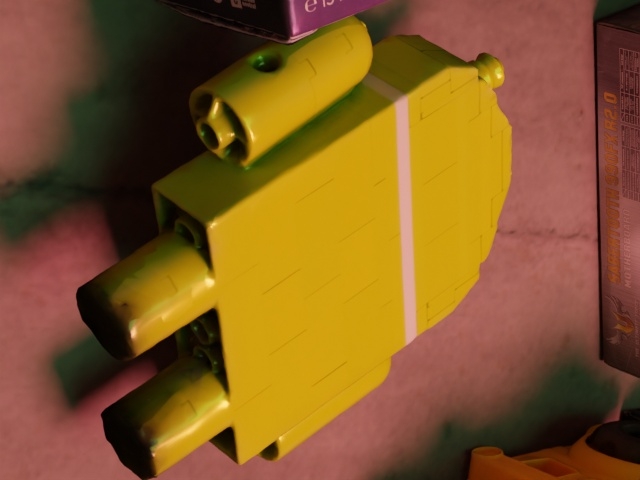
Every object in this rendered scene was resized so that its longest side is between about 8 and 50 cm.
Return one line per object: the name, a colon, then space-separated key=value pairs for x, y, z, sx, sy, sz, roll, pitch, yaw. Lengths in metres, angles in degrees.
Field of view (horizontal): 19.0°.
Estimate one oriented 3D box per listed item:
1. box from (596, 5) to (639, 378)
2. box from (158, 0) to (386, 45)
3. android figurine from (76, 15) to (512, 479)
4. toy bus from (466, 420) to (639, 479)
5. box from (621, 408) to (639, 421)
box: x=0.255 y=-0.046 z=1.203 sx=0.183 sy=0.056 sz=0.231 roll=-23 pitch=119 yaw=-34
box: x=-0.003 y=-0.216 z=0.874 sx=0.153 sy=0.108 sz=0.207 roll=-27 pitch=122 yaw=-32
android figurine: x=0.000 y=0.000 z=0.956 sx=0.273 sy=0.056 sz=0.248 roll=-37 pitch=141 yaw=-28
toy bus: x=0.167 y=0.195 z=1.107 sx=0.211 sy=0.220 sz=0.150 roll=4 pitch=100 yaw=-36
box: x=0.269 y=0.201 z=1.218 sx=0.077 sy=0.180 sz=0.147 roll=-1 pitch=106 yaw=-42
